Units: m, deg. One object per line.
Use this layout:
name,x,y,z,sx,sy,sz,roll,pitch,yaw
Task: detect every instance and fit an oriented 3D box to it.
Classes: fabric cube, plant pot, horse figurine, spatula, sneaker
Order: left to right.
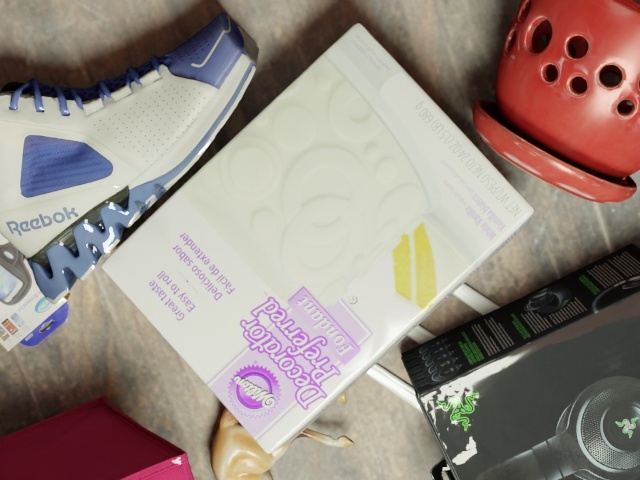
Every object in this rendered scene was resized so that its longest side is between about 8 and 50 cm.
fabric cube,-0.239,0.328,1.255,0.259,0.254,0.258,-21,103,-22
sneaker,-0.213,-0.106,1.256,0.182,0.127,0.315,41,100,-12
horse figurine,-0.048,0.245,1.374,0.174,0.066,0.263,-7,104,-6
spatula,0.057,0.061,1.360,0.242,0.019,0.168,34,98,-9
plant pot,0.248,-0.137,1.238,0.191,0.191,0.174,24,106,-7

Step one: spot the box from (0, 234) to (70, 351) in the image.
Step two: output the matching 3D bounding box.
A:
box,-0.312,0.044,1.337,0.081,0.028,0.136,-41,99,6

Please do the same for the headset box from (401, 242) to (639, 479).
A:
headset box,0.241,0.181,1.331,0.283,0.131,0.246,-25,103,2

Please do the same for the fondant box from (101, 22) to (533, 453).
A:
fondant box,0.000,0.000,1.268,0.330,0.096,0.238,-43,84,6
